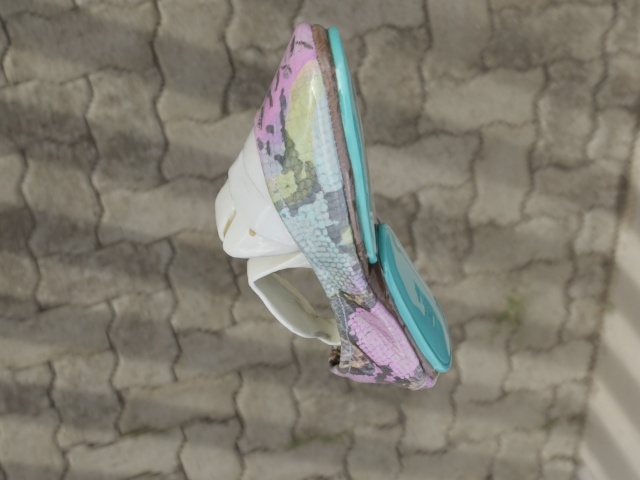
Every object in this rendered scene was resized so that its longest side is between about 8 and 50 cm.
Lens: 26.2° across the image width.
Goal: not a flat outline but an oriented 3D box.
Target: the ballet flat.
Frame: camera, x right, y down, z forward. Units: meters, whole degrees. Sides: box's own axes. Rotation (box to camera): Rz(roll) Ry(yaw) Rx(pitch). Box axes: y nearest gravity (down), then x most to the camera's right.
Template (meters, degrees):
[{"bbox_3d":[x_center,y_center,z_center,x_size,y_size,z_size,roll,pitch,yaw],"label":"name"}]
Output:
[{"bbox_3d":[0.000,0.000,0.615,0.079,0.077,0.221,-12,139,11],"label":"ballet flat"}]
